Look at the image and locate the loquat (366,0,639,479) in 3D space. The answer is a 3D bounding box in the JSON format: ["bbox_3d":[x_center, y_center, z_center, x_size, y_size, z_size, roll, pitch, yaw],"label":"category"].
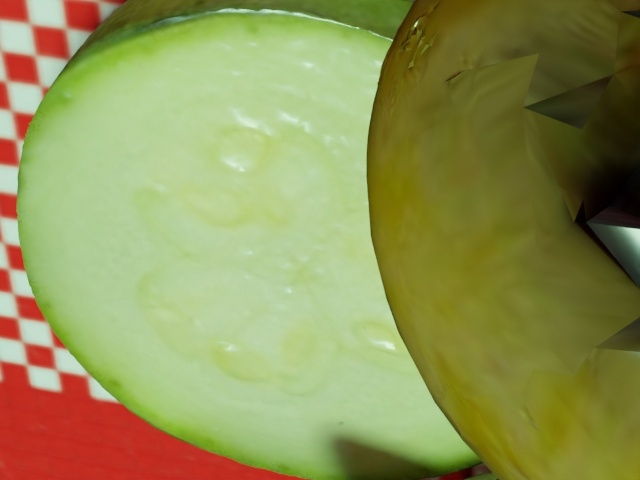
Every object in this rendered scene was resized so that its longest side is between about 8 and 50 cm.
[{"bbox_3d":[0.126,-0.016,0.580,0.235,0.235,0.235,10,133,11],"label":"loquat"}]

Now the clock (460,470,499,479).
[{"bbox_3d":[0.122,0.226,0.830,0.348,0.117,0.286,20,126,-10],"label":"clock"}]

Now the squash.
[{"bbox_3d":[0.000,0.000,0.770,0.252,0.049,0.252,9,131,11],"label":"squash"}]
